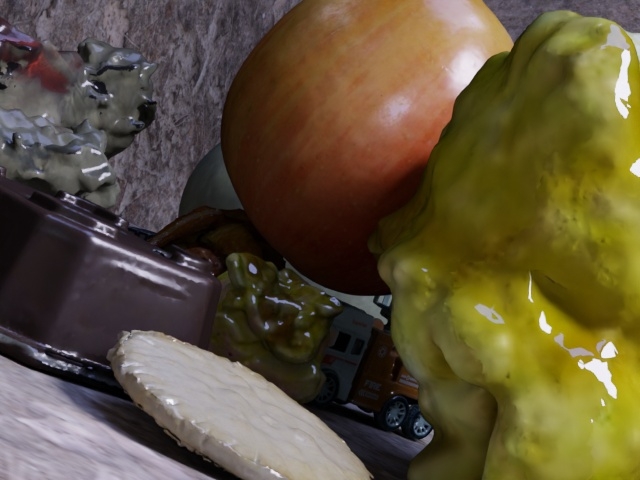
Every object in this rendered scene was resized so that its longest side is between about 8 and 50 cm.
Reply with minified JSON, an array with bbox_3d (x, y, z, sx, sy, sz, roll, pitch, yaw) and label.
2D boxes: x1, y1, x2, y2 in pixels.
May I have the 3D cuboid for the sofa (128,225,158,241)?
[{"bbox_3d":[-0.204,0.018,1.559,0.039,0.060,0.118,17,-1,9],"label":"sofa"}]

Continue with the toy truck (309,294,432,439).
[{"bbox_3d":[0.038,0.088,1.114,0.177,0.115,0.080,22,1,-42],"label":"toy truck"}]

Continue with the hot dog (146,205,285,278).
[{"bbox_3d":[-0.096,0.024,1.094,0.146,0.103,0.213,-15,0,-10],"label":"hot dog"}]

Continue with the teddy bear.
[{"bbox_3d":[-0.293,-0.130,0.947,0.357,0.224,0.367,29,-9,-7],"label":"teddy bear"}]

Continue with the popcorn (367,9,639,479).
[{"bbox_3d":[0.175,0.040,0.845,0.293,0.292,0.334,-23,-23,24],"label":"popcorn"}]

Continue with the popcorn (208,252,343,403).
[{"bbox_3d":[-0.038,0.063,0.932,0.097,0.109,0.089,-12,-16,-21],"label":"popcorn"}]

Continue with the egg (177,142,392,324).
[{"bbox_3d":[0.000,0.000,1.466,0.352,0.258,0.258,21,1,-44],"label":"egg"}]

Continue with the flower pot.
[{"bbox_3d":[-0.156,0.016,0.806,0.179,0.084,0.251,24,-2,-37],"label":"flower pot"}]

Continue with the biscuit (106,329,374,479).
[{"bbox_3d":[-0.038,0.087,0.669,0.152,0.020,0.152,31,8,-5],"label":"biscuit"}]

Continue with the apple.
[{"bbox_3d":[0.054,-0.085,1.051,0.242,0.241,0.242,45,10,-10],"label":"apple"}]
